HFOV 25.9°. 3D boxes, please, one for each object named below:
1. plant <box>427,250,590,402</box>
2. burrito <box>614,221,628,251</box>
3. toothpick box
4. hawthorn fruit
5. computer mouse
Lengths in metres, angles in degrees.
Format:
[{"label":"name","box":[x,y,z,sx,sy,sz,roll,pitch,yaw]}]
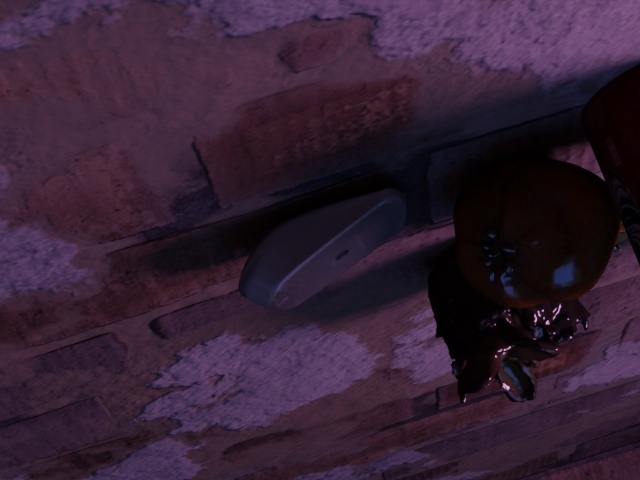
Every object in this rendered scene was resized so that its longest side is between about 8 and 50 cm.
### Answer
[{"label":"plant","box":[0.256,0.107,1.920,0.178,0.234,0.204,-37,146,28]},{"label":"burrito","box":[0.395,0.003,2.008,0.288,0.054,0.104,-35,155,33]},{"label":"toothpick box","box":[0.449,-0.029,1.585,0.204,0.333,0.204,-16,159,-6]},{"label":"hawthorn fruit","box":[0.285,-0.018,1.721,0.251,0.199,0.199,-18,165,-46]},{"label":"computer mouse","box":[0.000,0.000,1.670,0.231,0.079,0.128,-33,161,-3]}]
